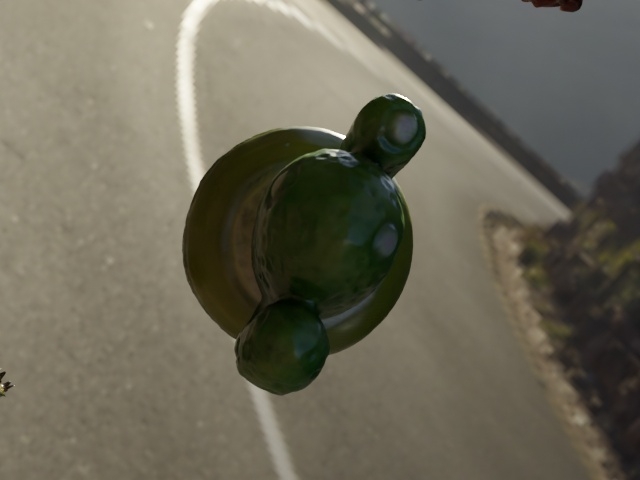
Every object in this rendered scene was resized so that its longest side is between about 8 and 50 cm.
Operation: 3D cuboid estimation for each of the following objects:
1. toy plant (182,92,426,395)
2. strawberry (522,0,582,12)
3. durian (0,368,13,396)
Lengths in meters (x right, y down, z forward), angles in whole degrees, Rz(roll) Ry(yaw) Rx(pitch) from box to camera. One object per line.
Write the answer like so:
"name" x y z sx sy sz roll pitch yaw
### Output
"toy plant" 0.000 0.000 1.208 0.184 0.224 0.316 29 -2 -8
"strawberry" 0.137 -0.304 1.221 0.149 0.265 0.336 10 24 13
"durian" -0.350 0.107 1.387 0.144 0.139 0.252 59 -25 -11
